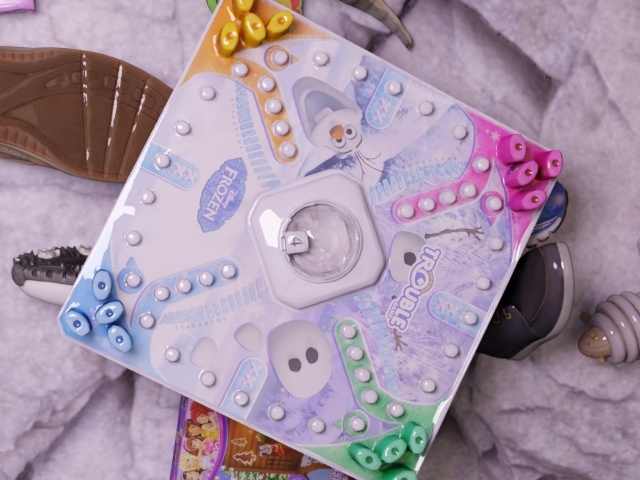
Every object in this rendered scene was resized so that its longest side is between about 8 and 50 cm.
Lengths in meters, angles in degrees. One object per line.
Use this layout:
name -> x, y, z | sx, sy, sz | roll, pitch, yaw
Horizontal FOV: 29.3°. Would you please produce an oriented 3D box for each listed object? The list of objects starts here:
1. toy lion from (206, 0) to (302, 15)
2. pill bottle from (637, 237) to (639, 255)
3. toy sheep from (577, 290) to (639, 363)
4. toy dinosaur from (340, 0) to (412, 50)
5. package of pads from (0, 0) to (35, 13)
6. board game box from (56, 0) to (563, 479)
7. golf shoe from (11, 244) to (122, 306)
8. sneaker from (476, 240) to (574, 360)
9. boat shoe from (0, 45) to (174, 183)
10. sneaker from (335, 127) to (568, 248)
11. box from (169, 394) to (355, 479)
toy lion -> -0.070, -0.250, 1.274 | 0.100, 0.034, 0.096 | -10, 110, -12
pill bottle -> 0.471, -0.020, 1.407 | 0.193, 0.108, 0.108 | -38, 107, -5
toy sheep -> 0.356, 0.098, 1.411 | 0.132, 0.091, 0.091 | -28, 106, -8
toy dinosaur -> 0.010, -0.296, 1.249 | 0.268, 0.064, 0.118 | 17, 98, -37
package of pads -> -0.313, -0.264, 1.207 | 0.050, 0.032, 0.083 | -10, 102, -13
board game box -> 0.000, 0.000, 1.205 | 0.390, 0.050, 0.390 | 27, 84, -7
golf shoe -> -0.189, 0.080, 1.268 | 0.272, 0.105, 0.120 | 13, 104, -15
sneaker -> 0.188, 0.072, 1.310 | 0.118, 0.222, 0.083 | 2, 60, -11
boat shoe -> -0.287, -0.135, 1.200 | 0.341, 0.110, 0.122 | 13, 91, -26
sneaker -> 0.112, -0.067, 1.300 | 0.330, 0.130, 0.147 | 4, 102, -14
box -> -0.071, 0.309, 1.360 | 0.200, 0.057, 0.293 | 6, 99, -14
